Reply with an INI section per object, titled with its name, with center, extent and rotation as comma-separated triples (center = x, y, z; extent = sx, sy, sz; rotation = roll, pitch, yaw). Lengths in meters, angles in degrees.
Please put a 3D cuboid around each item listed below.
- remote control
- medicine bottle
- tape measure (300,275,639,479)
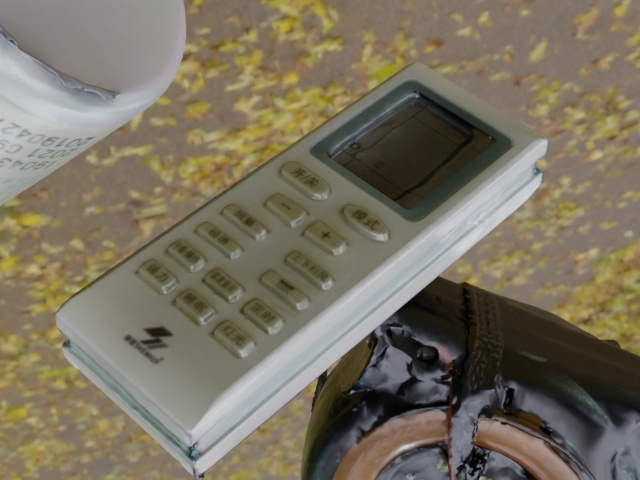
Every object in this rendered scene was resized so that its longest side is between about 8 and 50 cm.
[remote control]
center = 0.000, 0.000, 0.620
extent = 0.277, 0.103, 0.055
rotation = -38, 149, -30
[medicine bottle]
center = -0.292, -0.122, 0.866
extent = 0.378, 0.214, 0.213
rotation = -25, 159, 37
[tape measure]
center = 0.091, 0.132, 0.706
extent = 0.202, 0.135, 0.223
rotation = 21, 118, -1
